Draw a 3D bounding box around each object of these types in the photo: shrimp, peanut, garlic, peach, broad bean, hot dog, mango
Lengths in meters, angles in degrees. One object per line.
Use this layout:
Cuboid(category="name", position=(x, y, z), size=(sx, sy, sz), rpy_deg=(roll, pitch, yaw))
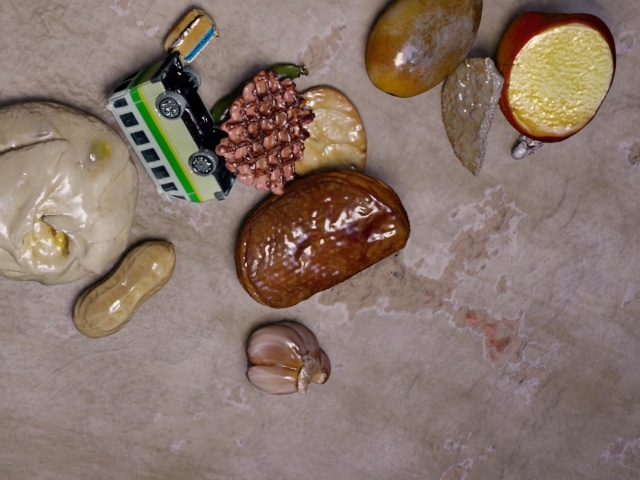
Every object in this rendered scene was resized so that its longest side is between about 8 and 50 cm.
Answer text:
Cuboid(category="shrimp", position=(0.502, -0.250, 1.849), size=(0.056, 0.065, 0.165), rpy_deg=(42, 96, -5))
Cuboid(category="peanut", position=(-0.409, 0.101, 1.665), size=(0.111, 0.125, 0.274), rpy_deg=(44, 95, -10))
Cuboid(category="garlic", position=(-0.072, 0.262, 1.837), size=(0.214, 0.191, 0.160), rpy_deg=(-11, 109, -61))
Cuboid(category="peach", position=(0.498, -0.348, 1.705), size=(0.245, 0.248, 0.275), rpy_deg=(-20, 122, -60))
Cuboid(category="broad bean", position=(-0.141, -0.295, 1.621), size=(0.254, 0.046, 0.065), rpy_deg=(-35, 132, -2))
Cuboid(category="hot dog", position=(0.000, 0.000, 1.720), size=(0.387, 0.174, 0.267), rpy_deg=(-27, 128, 9))
Cuboid(category="mango", position=(0.220, -0.428, 1.635), size=(0.316, 0.146, 0.193), rpy_deg=(-49, 121, -9))

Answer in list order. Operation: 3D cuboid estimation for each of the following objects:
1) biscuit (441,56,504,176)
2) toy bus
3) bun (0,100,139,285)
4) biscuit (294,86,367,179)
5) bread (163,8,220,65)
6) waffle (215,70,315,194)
Cuboid(category="biscuit", position=(0.318, -0.285, 1.730), size=(0.038, 0.141, 0.290), rpy_deg=(-31, 143, -30))
Cuboid(category="toy bus", position=(-0.283, -0.204, 1.550), size=(0.164, 0.134, 0.276), rpy_deg=(-14, 121, 20))
Cuboid(category="bun", position=(-0.516, -0.076, 1.496), size=(0.365, 0.219, 0.365), rpy_deg=(-8, 114, -19))
Cuboid(category="biscuit", position=(0.004, -0.209, 1.715), size=(0.203, 0.041, 0.260), rpy_deg=(-41, 120, -1))
Cuboid(category="bread", position=(-0.251, -0.396, 1.536), size=(0.106, 0.053, 0.072), rpy_deg=(-46, 142, 8))
Cuboid(category="waffle", position=(-0.103, -0.215, 1.580), size=(0.221, 0.055, 0.234), rpy_deg=(31, 78, -46))
